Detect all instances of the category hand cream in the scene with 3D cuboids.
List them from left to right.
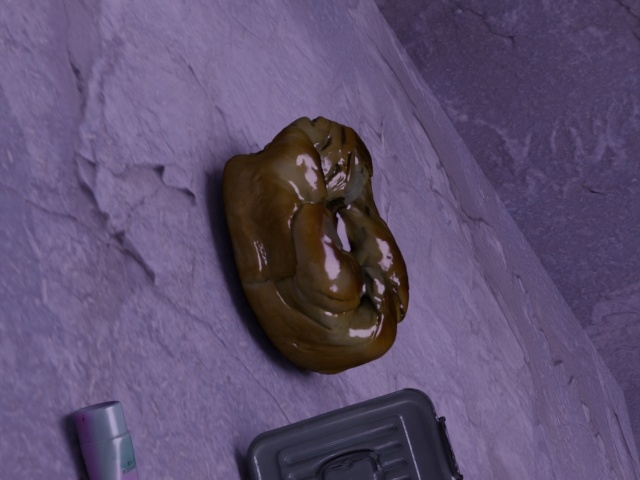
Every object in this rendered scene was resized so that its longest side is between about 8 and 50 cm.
[{"bbox_3d":[-0.190,0.240,1.309,0.076,0.047,0.174,-16,93,-72],"label":"hand cream"}]

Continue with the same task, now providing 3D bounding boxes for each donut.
[{"bbox_3d":[0.000,0.000,1.880,0.360,0.170,0.360,55,24,-39],"label":"donut"}]

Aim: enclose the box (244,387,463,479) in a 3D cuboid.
[{"bbox_3d":[0.047,0.280,1.624,0.135,0.243,0.163,44,27,-73],"label":"box"}]
